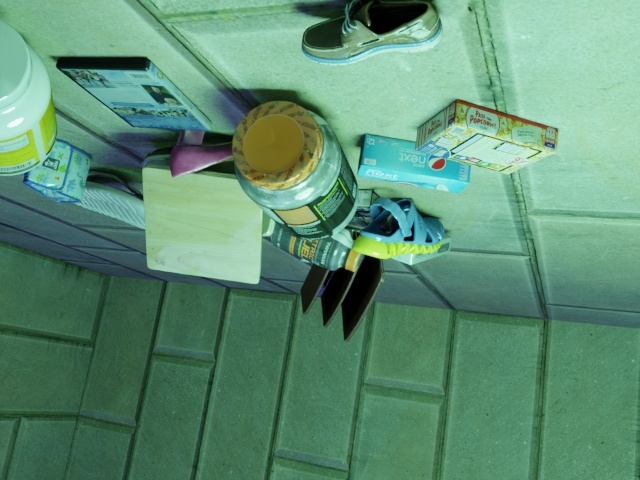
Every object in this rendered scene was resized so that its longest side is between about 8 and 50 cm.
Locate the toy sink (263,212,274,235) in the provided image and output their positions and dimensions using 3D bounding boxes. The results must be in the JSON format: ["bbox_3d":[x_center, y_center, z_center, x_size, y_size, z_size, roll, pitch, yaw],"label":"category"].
[{"bbox_3d":[-0.230,-0.095,1.581,0.234,0.152,0.131,-2,163,42],"label":"toy sink"}]

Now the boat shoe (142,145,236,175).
[{"bbox_3d":[-0.282,-0.177,1.450,0.228,0.068,0.081,3,127,6],"label":"boat shoe"}]

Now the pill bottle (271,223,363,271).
[{"bbox_3d":[0.000,0.000,1.759,0.246,0.130,0.130,23,170,12],"label":"pill bottle"}]

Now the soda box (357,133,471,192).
[{"bbox_3d":[0.181,-0.148,1.252,0.210,0.067,0.071,10,167,-2],"label":"soda box"}]

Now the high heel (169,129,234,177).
[{"bbox_3d":[-0.187,-0.158,1.340,0.244,0.117,0.082,15,165,-25],"label":"high heel"}]

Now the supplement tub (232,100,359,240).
[{"bbox_3d":[-0.043,-0.126,1.215,0.194,0.193,0.316,6,167,13],"label":"supplement tub"}]

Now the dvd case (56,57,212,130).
[{"bbox_3d":[-0.333,-0.265,1.188,0.181,0.022,0.253,6,168,17],"label":"dvd case"}]

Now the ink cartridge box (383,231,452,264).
[{"bbox_3d":[0.218,-0.002,1.800,0.232,0.066,0.189,24,-154,38],"label":"ink cartridge box"}]

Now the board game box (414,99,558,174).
[{"bbox_3d":[0.284,-0.173,1.116,0.194,0.045,0.147,12,167,-16],"label":"board game box"}]

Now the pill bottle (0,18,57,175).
[{"bbox_3d":[-0.548,-0.237,1.079,0.188,0.187,0.334,13,166,-17],"label":"pill bottle"}]

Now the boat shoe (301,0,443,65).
[{"bbox_3d":[0.058,-0.271,0.810,0.183,0.066,0.066,-5,159,16],"label":"boat shoe"}]

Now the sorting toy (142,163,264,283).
[{"bbox_3d":[-0.250,-0.048,1.433,0.257,0.255,0.089,8,-149,3],"label":"sorting toy"}]

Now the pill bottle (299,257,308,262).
[{"bbox_3d":[0.043,0.045,2.096,0.209,0.117,0.117,12,167,-15],"label":"pill bottle"}]

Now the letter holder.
[{"bbox_3d":[0.061,0.138,1.958,0.152,0.214,0.301,13,129,-16],"label":"letter holder"}]

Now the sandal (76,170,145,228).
[{"bbox_3d":[-0.583,-0.137,1.787,0.417,0.102,0.169,16,158,29],"label":"sandal"}]

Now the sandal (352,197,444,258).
[{"bbox_3d":[0.210,-0.039,1.589,0.126,0.138,0.317,19,-164,35],"label":"sandal"}]

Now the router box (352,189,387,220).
[{"bbox_3d":[0.069,-0.089,1.641,0.179,0.046,0.133,3,167,25],"label":"router box"}]

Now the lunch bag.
[{"bbox_3d":[-0.643,-0.172,1.567,0.096,0.128,0.151,1,164,27],"label":"lunch bag"}]
